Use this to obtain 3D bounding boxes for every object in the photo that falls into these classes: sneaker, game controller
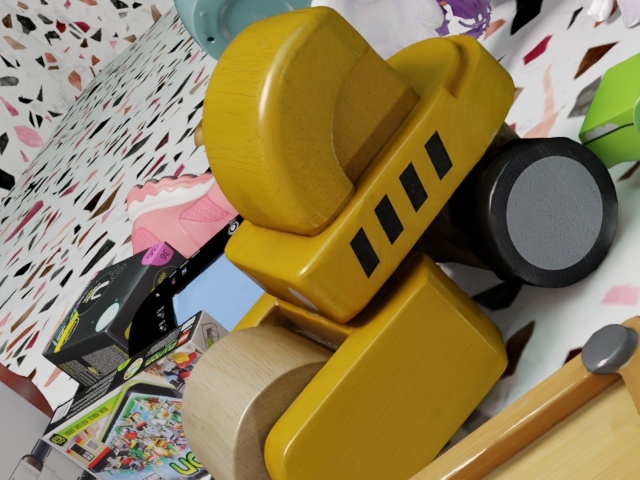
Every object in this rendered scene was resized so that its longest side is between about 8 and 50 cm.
[{"bbox_3d":[-0.097,-0.010,1.192,0.313,0.116,0.136,-16,66,45],"label":"sneaker"},{"bbox_3d":[-0.056,0.041,0.971,0.319,0.067,0.166,-39,51,22],"label":"game controller"}]

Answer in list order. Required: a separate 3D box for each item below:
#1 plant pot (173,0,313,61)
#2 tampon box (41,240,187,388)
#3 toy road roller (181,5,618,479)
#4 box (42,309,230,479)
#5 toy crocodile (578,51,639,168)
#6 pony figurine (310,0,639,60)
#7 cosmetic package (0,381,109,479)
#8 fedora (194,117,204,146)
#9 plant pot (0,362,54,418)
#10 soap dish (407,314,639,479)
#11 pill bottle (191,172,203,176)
[{"bbox_3d":[-0.082,-0.380,1.569,0.293,0.293,0.235,-34,40,34],"label":"plant pot"},{"bbox_3d":[-0.194,0.091,1.161,0.161,0.101,0.120,-22,33,50],"label":"tampon box"},{"bbox_3d":[0.000,0.000,0.722,0.329,0.240,0.202,-52,20,-10],"label":"toy road roller"},{"bbox_3d":[-0.122,0.143,0.900,0.207,0.114,0.036,-34,24,35],"label":"box"},{"bbox_3d":[0.275,-0.114,0.594,0.340,0.105,0.115,-30,27,52],"label":"toy crocodile"},{"bbox_3d":[0.100,-0.288,0.990,0.302,0.351,0.363,-35,4,19],"label":"pony figurine"},{"bbox_3d":[-0.267,0.188,0.931,0.060,0.239,0.099,-32,26,38],"label":"cosmetic package"},{"bbox_3d":[-0.078,-0.172,1.445,0.194,0.079,0.194,-38,17,14],"label":"fedora"},{"bbox_3d":[-0.389,0.255,1.071,0.272,0.272,0.265,-40,13,22],"label":"plant pot"},{"bbox_3d":[0.078,0.176,0.416,0.291,0.118,0.229,-40,21,18],"label":"soap dish"},{"bbox_3d":[-0.164,-0.048,1.410,0.120,0.067,0.067,-19,35,54],"label":"pill bottle"}]
